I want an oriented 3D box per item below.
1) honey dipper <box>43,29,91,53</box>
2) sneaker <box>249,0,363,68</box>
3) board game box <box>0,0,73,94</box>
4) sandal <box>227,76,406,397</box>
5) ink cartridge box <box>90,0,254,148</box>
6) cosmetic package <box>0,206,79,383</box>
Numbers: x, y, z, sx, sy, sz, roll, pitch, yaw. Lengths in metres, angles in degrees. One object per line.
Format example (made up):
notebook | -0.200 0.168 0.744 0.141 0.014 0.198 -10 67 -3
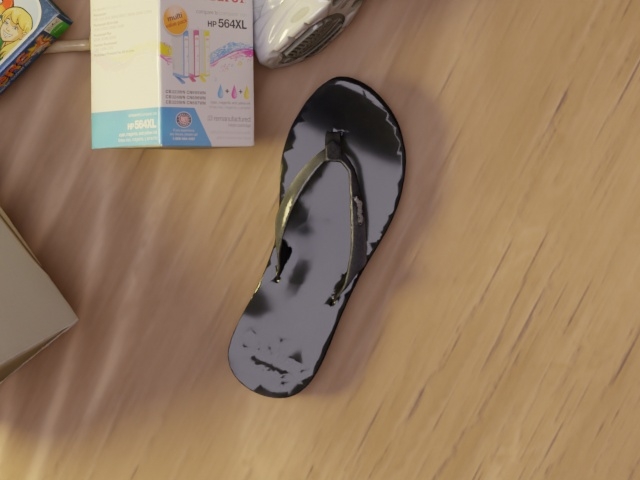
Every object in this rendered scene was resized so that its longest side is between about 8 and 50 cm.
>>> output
honey dipper | -0.219 -0.153 1.493 0.161 0.030 0.030 -1 91 9
sneaker | 0.016 -0.237 1.424 0.232 0.090 0.115 -38 78 18
board game box | -0.308 -0.195 1.483 0.136 0.035 0.201 -45 78 5
sandal | 0.001 0.001 1.458 0.097 0.054 0.254 16 93 5
ink cartridge box | -0.112 -0.141 1.432 0.090 0.092 0.143 2 93 49
cosmetic package | -0.343 -0.012 1.438 0.160 0.113 0.309 -36 89 35
